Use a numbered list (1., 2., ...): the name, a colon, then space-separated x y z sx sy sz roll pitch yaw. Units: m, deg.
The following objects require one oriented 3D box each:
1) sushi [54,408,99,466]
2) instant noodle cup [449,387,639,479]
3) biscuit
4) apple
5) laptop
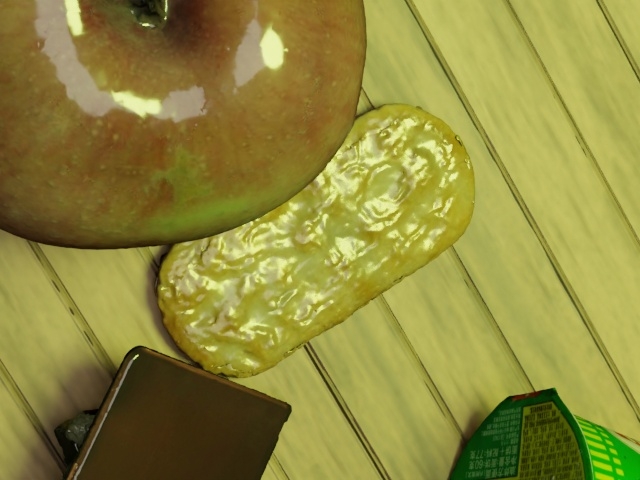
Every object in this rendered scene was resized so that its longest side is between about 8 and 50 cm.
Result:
1. sushi: -0.144 0.150 1.152 0.046 0.044 0.083 -35 109 -27
2. instant noodle cup: 0.226 0.226 1.171 0.233 0.207 0.207 16 91 -21
3. biscuit: 0.000 0.000 1.173 0.247 0.029 0.118 -34 102 -8
4. apple: -0.124 -0.128 1.028 0.306 0.235 0.305 -1 93 -12
5. laptop: -0.115 0.183 1.135 0.154 0.026 0.207 25 88 -37
